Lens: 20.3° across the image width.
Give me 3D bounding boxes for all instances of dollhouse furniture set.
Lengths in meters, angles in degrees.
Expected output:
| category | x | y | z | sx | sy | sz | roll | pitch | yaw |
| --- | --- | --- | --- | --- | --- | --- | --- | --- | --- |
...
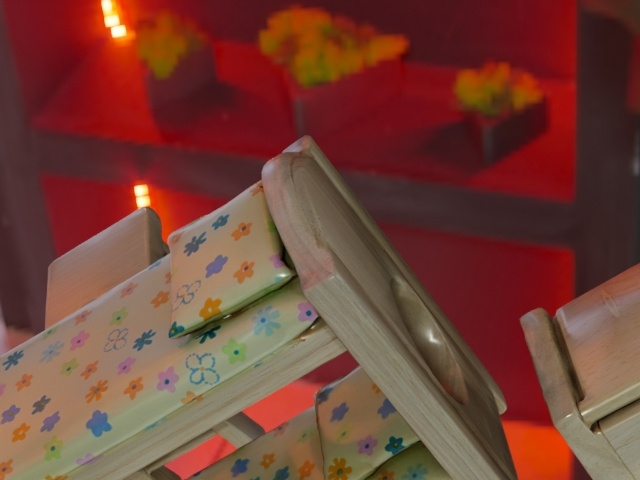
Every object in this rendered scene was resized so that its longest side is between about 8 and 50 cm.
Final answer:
| category | x | y | z | sx | sy | sz | roll | pitch | yaw |
| --- | --- | --- | --- | --- | --- | --- | --- | --- | --- |
| dollhouse furniture set | 0.000 | 0.000 | 0.443 | 0.182 | 0.101 | 0.161 | -31 | 31 | 13 |
